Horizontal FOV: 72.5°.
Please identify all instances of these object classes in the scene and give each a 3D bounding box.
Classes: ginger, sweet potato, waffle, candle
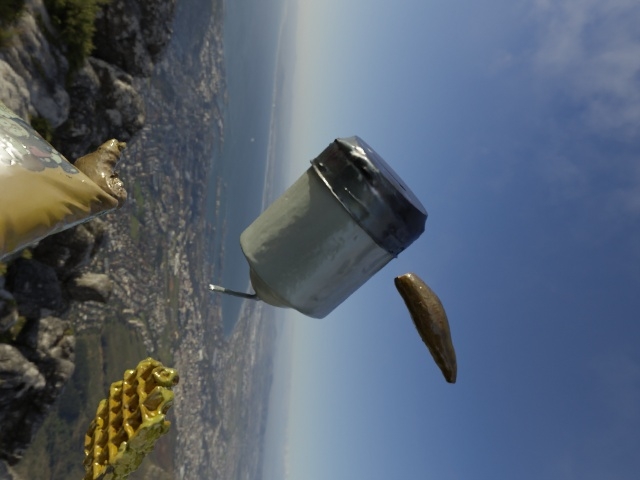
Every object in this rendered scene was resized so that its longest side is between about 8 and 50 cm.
[{"bbox_3d":[-0.524,-0.145,1.016,0.074,0.138,0.213,97,-16,-68],"label":"ginger"},{"bbox_3d":[0.233,0.174,0.900,0.243,0.077,0.077,63,-10,11],"label":"sweet potato"},{"bbox_3d":[-0.335,0.300,0.781,0.219,0.057,0.229,-52,-149,0],"label":"waffle"},{"bbox_3d":[0.000,0.000,0.753,0.342,0.221,0.221,-43,-163,13],"label":"candle"}]

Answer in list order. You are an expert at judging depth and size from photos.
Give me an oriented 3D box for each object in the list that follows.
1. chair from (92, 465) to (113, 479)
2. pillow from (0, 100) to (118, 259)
[{"bbox_3d":[-0.333,0.320,0.447,0.174,0.213,0.148,-18,-122,63],"label":"chair"},{"bbox_3d":[-0.482,-0.092,0.575,0.119,0.310,0.312,-44,-176,31],"label":"pillow"}]
